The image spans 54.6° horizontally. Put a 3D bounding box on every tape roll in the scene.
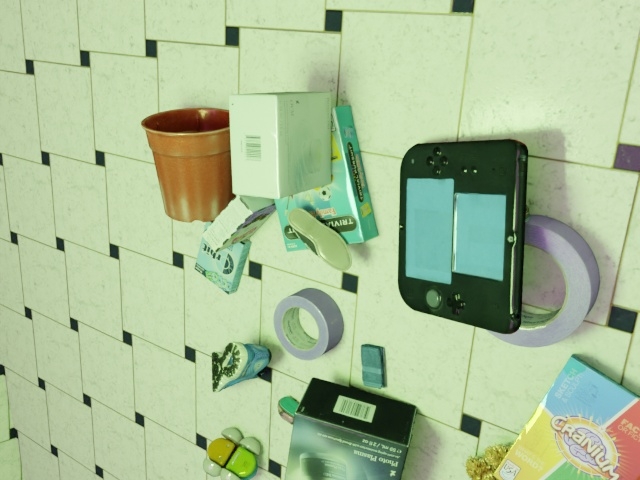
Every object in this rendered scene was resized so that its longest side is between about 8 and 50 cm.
[{"bbox_3d":[0.446,0.086,1.335,0.274,0.090,0.275,11,110,32],"label":"tape roll"},{"bbox_3d":[-0.034,0.232,1.727,0.189,0.080,0.189,11,110,34],"label":"tape roll"}]

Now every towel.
[{"bbox_3d":[0.141,0.337,1.663,0.067,0.029,0.120,5,107,34],"label":"towel"}]

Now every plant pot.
[{"bbox_3d":[-0.343,-0.207,1.726,0.272,0.272,0.265,17,121,31],"label":"plant pot"}]

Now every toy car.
[{"bbox_3d":[-0.278,0.716,2.017,0.182,0.159,0.136,15,146,31],"label":"toy car"}]

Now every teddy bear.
[{"bbox_3d":[0.479,0.633,1.456,0.245,0.113,0.338,-29,85,40],"label":"teddy bear"}]

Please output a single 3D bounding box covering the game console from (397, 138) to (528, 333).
[{"bbox_3d":[0.292,-0.018,1.335,0.342,0.060,0.387,11,103,59],"label":"game console"}]

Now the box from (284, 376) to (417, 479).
[{"bbox_3d":[0.075,0.563,1.631,0.296,0.183,0.294,13,113,11],"label":"box"}]

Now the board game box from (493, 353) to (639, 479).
[{"bbox_3d":[0.554,0.440,1.311,0.242,0.064,0.317,33,100,24],"label":"board game box"}]

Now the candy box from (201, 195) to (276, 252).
[{"bbox_3d":[-0.209,-0.066,1.710,0.070,0.165,0.196,52,126,6],"label":"candy box"}]

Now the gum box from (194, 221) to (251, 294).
[{"bbox_3d":[-0.300,0.047,1.888,0.157,0.041,0.184,32,119,24],"label":"gum box"}]

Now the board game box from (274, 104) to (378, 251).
[{"bbox_3d":[-0.009,-0.151,1.598,0.253,0.079,0.336,-8,98,37],"label":"board game box"}]

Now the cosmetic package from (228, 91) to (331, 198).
[{"bbox_3d":[-0.085,-0.228,1.439,0.138,0.224,0.224,9,108,30],"label":"cosmetic package"}]

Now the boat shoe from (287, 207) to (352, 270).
[{"bbox_3d":[0.000,0.000,1.563,0.206,0.065,0.075,44,79,7],"label":"boat shoe"}]

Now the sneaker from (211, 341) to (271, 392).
[{"bbox_3d":[-0.241,0.387,1.885,0.330,0.147,0.130,-35,55,57],"label":"sneaker"}]

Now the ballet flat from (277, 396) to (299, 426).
[{"bbox_3d":[-0.040,0.544,1.833,0.221,0.077,0.079,27,136,31],"label":"ballet flat"}]

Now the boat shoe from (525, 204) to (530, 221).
[{"bbox_3d":[0.373,-0.107,1.303,0.183,0.066,0.066,52,156,39],"label":"boat shoe"}]
